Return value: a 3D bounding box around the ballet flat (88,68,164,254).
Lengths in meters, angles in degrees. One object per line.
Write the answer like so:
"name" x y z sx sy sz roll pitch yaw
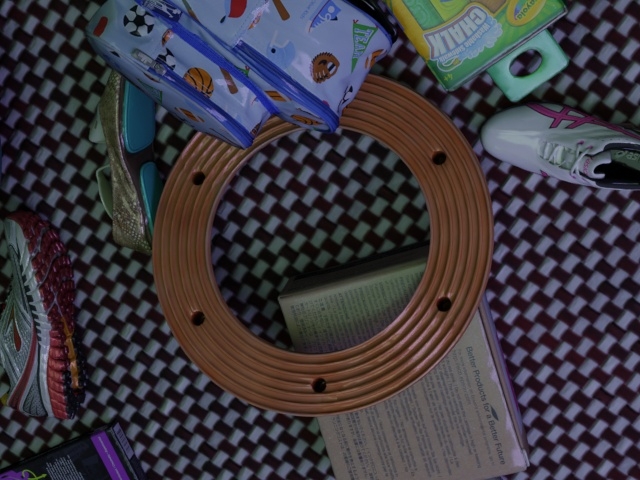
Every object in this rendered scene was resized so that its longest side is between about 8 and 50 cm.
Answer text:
"ballet flat" -0.197 -0.085 1.410 0.067 0.073 0.206 -1 102 24

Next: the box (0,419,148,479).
"box" -0.266 0.276 1.537 0.162 0.029 0.116 -23 99 13

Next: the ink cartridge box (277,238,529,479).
"ink cartridge box" 0.085 0.129 1.411 0.193 0.088 0.235 -15 101 11

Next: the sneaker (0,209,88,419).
"sneaker" -0.304 0.080 1.459 0.092 0.088 0.225 -1 105 10

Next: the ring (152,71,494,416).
"ring" 0.000 0.000 1.354 0.336 0.032 0.337 -3 79 16

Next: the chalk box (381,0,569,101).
"chalk box" 0.139 -0.224 1.284 0.132 0.132 0.213 -35 97 16

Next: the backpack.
"backpack" -0.075 -0.197 1.260 0.263 0.276 0.213 28 96 -11

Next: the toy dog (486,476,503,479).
"toy dog" 0.104 0.408 1.438 0.220 0.334 0.161 47 151 -22

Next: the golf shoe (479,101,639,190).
"golf shoe" 0.241 -0.088 1.330 0.186 0.086 0.068 9 108 8
